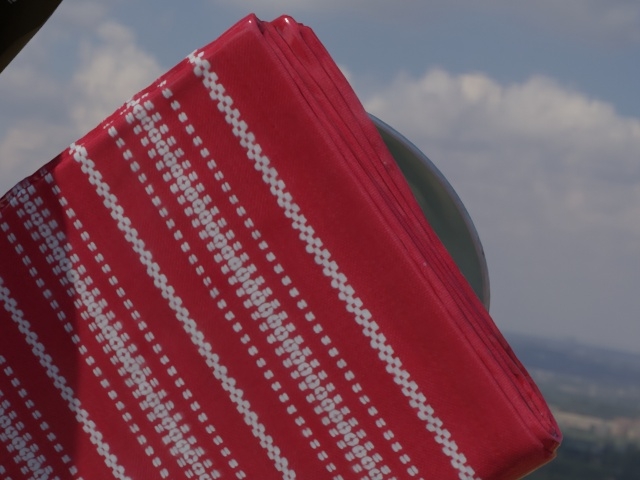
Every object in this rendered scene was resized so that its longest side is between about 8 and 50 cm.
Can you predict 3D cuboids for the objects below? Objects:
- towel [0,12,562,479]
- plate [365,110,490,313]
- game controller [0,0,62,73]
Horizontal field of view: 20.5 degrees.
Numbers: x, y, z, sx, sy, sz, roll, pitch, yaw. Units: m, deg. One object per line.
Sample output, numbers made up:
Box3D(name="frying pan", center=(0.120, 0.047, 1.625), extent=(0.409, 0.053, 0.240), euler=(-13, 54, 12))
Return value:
Box3D(name="towel", center=(-0.066, 0.064, 0.685), extent=(0.275, 0.199, 0.031), euler=(-34, -1, 20))
Box3D(name="plate", center=(0.000, 0.000, 0.870), extent=(0.188, 0.188, 0.024), euler=(9, 37, 28))
Box3D(name="game controller", center=(-0.204, -0.132, 0.702), extent=(0.067, 0.166, 0.319), euler=(50, 2, 23))
